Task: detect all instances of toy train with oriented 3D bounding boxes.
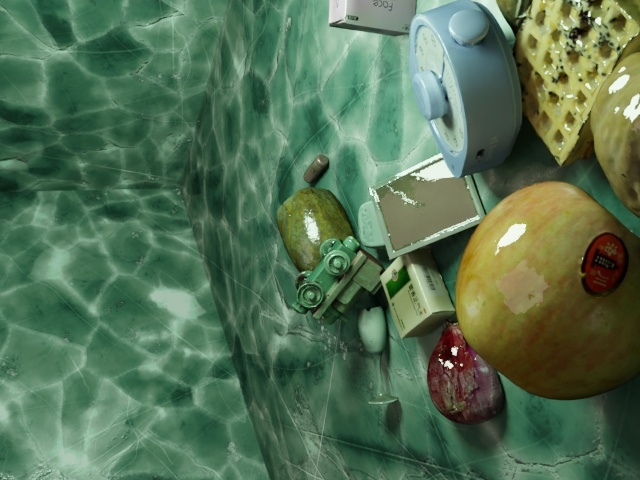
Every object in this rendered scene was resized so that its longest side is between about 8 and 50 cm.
[{"bbox_3d":[0.055,0.139,1.770,0.304,0.221,0.150,-51,17,10],"label":"toy train"}]

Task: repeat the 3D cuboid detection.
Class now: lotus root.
[{"bbox_3d":[0.000,0.000,1.949,0.250,0.251,0.346,-53,54,49],"label":"lotus root"}]

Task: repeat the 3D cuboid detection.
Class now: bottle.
[{"bbox_3d":[-0.018,-0.273,2.105,0.140,0.053,0.053,-46,55,52],"label":"bottle"}]

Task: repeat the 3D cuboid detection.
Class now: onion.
[{"bbox_3d":[0.356,0.355,1.484,0.227,0.120,0.283,-34,65,51],"label":"onion"}]

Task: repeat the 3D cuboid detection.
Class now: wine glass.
[{"bbox_3d":[0.104,0.385,1.831,0.264,0.096,0.309,-11,83,18],"label":"wine glass"}]

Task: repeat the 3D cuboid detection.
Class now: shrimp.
[{"bbox_3d":[0.432,-0.489,1.124,0.077,0.317,0.168,-49,42,-6],"label":"shrimp"}]

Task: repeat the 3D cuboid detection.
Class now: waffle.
[{"bbox_3d":[0.482,-0.338,1.027,0.376,0.114,0.260,85,165,-64],"label":"waffle"}]

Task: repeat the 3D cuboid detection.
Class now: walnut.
[{"bbox_3d":[0.588,-0.148,0.826,0.344,0.306,0.306,50,166,-31],"label":"walnut"}]

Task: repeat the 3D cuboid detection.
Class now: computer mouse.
[{"bbox_3d":[0.218,-0.056,1.688,0.288,0.097,0.159,170,94,-65],"label":"computer mouse"}]

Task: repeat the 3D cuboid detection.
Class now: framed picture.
[{"bbox_3d":[0.286,-0.101,1.516,0.293,0.018,0.231,-24,71,28],"label":"framed picture"}]

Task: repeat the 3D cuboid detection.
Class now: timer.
[{"bbox_3d":[0.308,-0.361,1.263,0.395,0.173,0.394,-17,-90,-89],"label":"timer"}]

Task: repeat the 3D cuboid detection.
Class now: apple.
[{"bbox_3d":[0.444,0.102,1.033,0.346,0.391,0.391,-51,46,18],"label":"apple"}]

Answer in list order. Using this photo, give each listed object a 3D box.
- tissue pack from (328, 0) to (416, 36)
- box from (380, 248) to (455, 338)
[{"bbox_3d":[0.150,-0.674,1.567,0.092,0.246,0.148,20,111,57],"label":"tissue pack"},{"bbox_3d":[0.278,0.153,1.601,0.168,0.095,0.212,-54,44,46],"label":"box"}]
